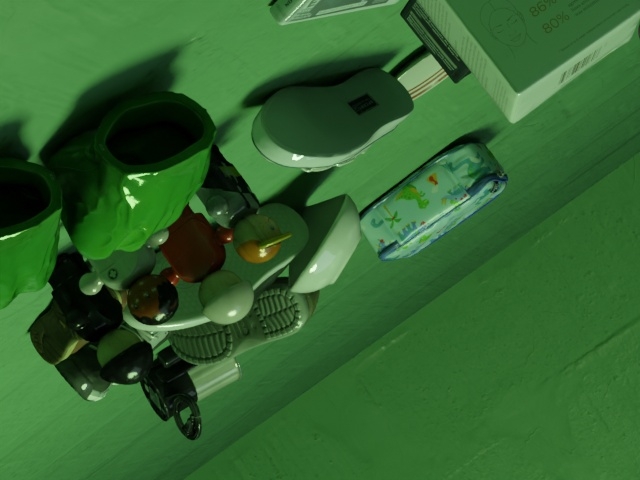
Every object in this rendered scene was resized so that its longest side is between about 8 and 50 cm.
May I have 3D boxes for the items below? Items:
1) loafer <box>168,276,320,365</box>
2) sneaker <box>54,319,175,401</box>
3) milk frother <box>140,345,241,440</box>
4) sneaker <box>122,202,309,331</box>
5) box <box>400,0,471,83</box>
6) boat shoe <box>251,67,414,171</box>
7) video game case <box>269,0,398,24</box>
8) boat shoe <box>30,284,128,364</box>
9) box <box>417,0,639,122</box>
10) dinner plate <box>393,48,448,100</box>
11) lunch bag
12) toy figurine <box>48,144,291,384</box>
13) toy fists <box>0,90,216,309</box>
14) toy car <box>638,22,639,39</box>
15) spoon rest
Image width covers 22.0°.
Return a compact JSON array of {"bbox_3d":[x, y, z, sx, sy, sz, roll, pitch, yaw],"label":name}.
[{"bbox_3d":[-0.099,0.101,2.152,0.251,0.094,0.087,-11,-171,37],"label":"loafer"},{"bbox_3d":[-0.242,0.117,1.998,0.132,0.086,0.229,-41,179,6],"label":"sneaker"},{"bbox_3d":[-0.177,0.219,2.457,0.135,0.143,0.129,-29,161,-20],"label":"milk frother"},{"bbox_3d":[-0.142,0.065,1.960,0.296,0.104,0.147,-30,165,-46],"label":"sneaker"},{"bbox_3d":[0.174,-0.243,1.523,0.156,0.093,0.158,-38,178,-15],"label":"box"},{"bbox_3d":[0.005,-0.106,1.678,0.084,0.095,0.258,-47,164,33],"label":"boat shoe"},{"bbox_3d":[0.065,-0.252,1.405,0.173,0.022,0.190,-42,167,35],"label":"video game case"},{"bbox_3d":[-0.255,0.077,1.802,0.060,0.064,0.178,-32,177,-42],"label":"boat shoe"},{"bbox_3d":[0.162,-0.208,1.365,0.130,0.170,0.091,-35,169,-4],"label":"box"},{"bbox_3d":[0.117,-0.192,1.862,0.141,0.017,0.141,-34,170,-7],"label":"dinner plate"},{"bbox_3d":[0.171,-0.058,2.459,0.219,0.090,0.176,-36,173,13],"label":"lunch bag"},{"bbox_3d":[-0.151,0.027,1.642,0.213,0.148,0.209,-28,168,-31],"label":"toy figurine"},{"bbox_3d":[-0.214,-0.029,1.353,0.279,0.096,0.142,-27,157,-31],"label":"toy fists"},{"bbox_3d":[0.524,-0.303,2.361,0.136,0.159,0.182,-1,177,13],"label":"toy car"},{"bbox_3d":[0.000,0.000,2.083,0.137,0.084,0.276,-59,180,3],"label":"spoon rest"}]
